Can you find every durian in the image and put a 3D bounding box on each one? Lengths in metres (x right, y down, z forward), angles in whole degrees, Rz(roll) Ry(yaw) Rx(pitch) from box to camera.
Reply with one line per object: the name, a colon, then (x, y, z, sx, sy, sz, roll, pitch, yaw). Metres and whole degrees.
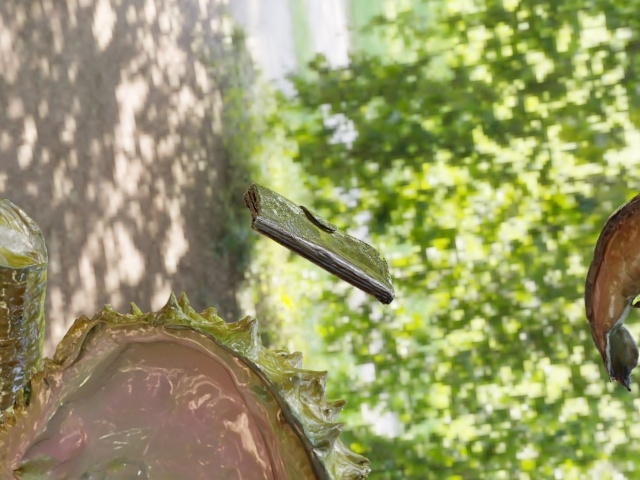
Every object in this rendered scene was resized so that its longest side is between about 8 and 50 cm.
durian: (-0.063, 0.120, 0.732, 0.185, 0.305, 0.196, -35, 139, -34)

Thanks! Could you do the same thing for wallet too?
wallet: (0.000, 0.000, 1.289, 0.176, 0.026, 0.095, 29, 22, -22)

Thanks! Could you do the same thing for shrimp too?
shrimp: (0.334, 0.101, 1.115, 0.290, 0.054, 0.222, 59, -36, 19)

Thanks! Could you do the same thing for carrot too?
carrot: (-0.358, 0.092, 1.374, 0.114, 0.114, 0.302, -90, -166, -48)
